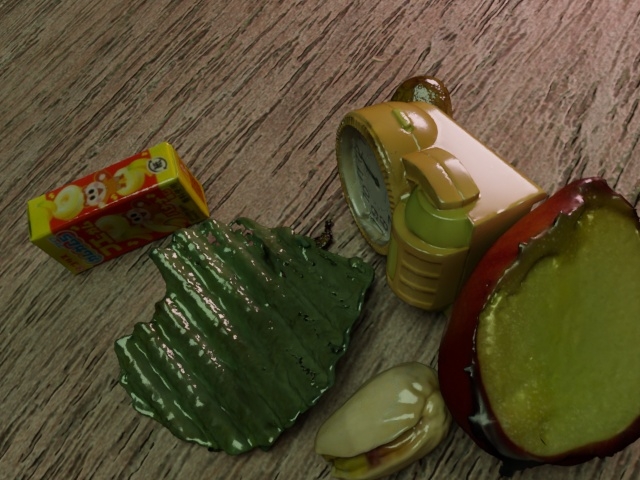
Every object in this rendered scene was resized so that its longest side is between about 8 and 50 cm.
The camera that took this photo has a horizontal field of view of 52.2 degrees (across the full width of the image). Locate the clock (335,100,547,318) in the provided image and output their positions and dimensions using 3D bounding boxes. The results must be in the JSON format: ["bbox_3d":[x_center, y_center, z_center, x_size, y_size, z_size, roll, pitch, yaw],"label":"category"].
[{"bbox_3d":[0.144,-0.068,0.967,0.201,0.244,0.317,-19,52,-18],"label":"clock"}]

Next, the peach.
[{"bbox_3d":[0.278,0.101,0.826,0.258,0.201,0.361,13,85,-9],"label":"peach"}]

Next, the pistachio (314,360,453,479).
[{"bbox_3d":[0.088,0.245,0.881,0.200,0.117,0.145,-40,16,17],"label":"pistachio"}]

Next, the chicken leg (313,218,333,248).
[{"bbox_3d":[0.000,0.002,1.086,0.036,0.021,0.083,28,72,42],"label":"chicken leg"}]

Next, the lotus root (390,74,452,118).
[{"bbox_3d":[0.182,-0.192,1.100,0.108,0.095,0.190,-36,58,36],"label":"lotus root"}]

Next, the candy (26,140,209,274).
[{"bbox_3d":[-0.351,-0.053,1.144,0.276,0.146,0.088,-22,60,2],"label":"candy"}]

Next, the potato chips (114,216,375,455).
[{"bbox_3d":[-0.122,0.132,0.999,0.390,0.097,0.373,15,72,29],"label":"potato chips"}]
